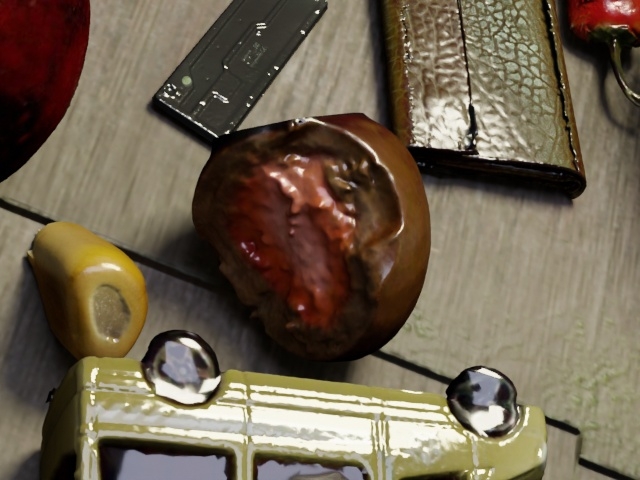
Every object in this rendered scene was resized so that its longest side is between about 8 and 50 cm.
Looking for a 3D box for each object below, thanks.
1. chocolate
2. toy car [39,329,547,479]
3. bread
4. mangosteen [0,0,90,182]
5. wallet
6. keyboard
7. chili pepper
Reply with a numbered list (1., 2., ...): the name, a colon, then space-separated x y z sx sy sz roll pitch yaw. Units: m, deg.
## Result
1. chocolate: 0.000 0.000 1.058 0.127 0.124 0.133 -7 90 -31
2. toy car: -0.010 0.128 0.964 0.256 0.101 0.124 8 57 -17
3. bread: -0.122 0.028 1.029 0.049 0.103 0.062 -10 103 -18
4. mangosteen: -0.239 -0.130 1.003 0.235 0.236 0.261 14 8 -14
5. wallet: 0.100 -0.141 1.257 0.132 0.039 0.243 11 52 -18
6. keyboard: -0.047 -0.116 1.190 0.053 0.010 0.155 34 48 1
7. chili pepper: 0.192 -0.198 1.335 0.059 0.050 0.268 1 53 -5
